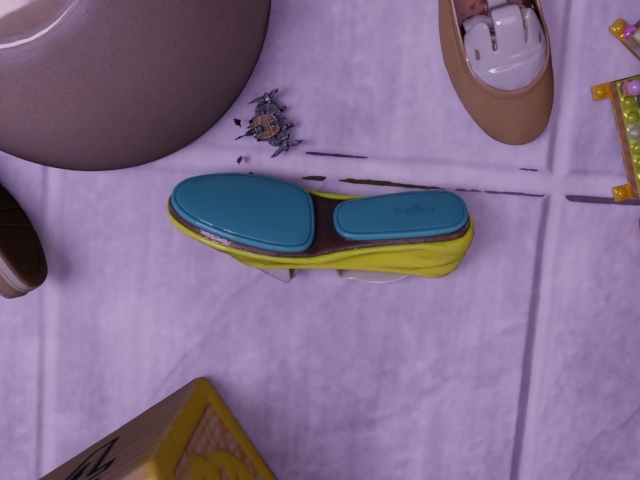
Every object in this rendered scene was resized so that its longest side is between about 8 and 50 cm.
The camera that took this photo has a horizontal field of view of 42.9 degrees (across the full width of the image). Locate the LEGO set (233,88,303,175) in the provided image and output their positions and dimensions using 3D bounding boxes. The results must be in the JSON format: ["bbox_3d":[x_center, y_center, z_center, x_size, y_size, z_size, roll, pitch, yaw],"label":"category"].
[{"bbox_3d":[-0.044,-0.080,0.635,0.054,0.023,0.083,36,111,-2],"label":"LEGO set"}]

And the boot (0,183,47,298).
[{"bbox_3d":[-0.330,-0.003,0.624,0.165,0.077,0.213,-42,90,6],"label":"boot"}]

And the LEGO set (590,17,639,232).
[{"bbox_3d":[0.272,-0.110,0.576,0.132,0.107,0.287,21,98,-2],"label":"LEGO set"}]

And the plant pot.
[{"bbox_3d":[-0.181,-0.180,0.535,0.284,0.191,0.284,0,99,1],"label":"plant pot"}]

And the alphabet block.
[{"bbox_3d":[-0.130,0.249,0.598,0.197,0.193,0.192,-32,98,6],"label":"alphabet block"}]

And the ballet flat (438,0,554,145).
[{"bbox_3d":[0.119,-0.179,0.587,0.080,0.073,0.232,-17,98,4],"label":"ballet flat"}]

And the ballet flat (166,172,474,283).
[{"bbox_3d":[0.000,0.000,0.620,0.230,0.077,0.077,3,139,-2],"label":"ballet flat"}]
